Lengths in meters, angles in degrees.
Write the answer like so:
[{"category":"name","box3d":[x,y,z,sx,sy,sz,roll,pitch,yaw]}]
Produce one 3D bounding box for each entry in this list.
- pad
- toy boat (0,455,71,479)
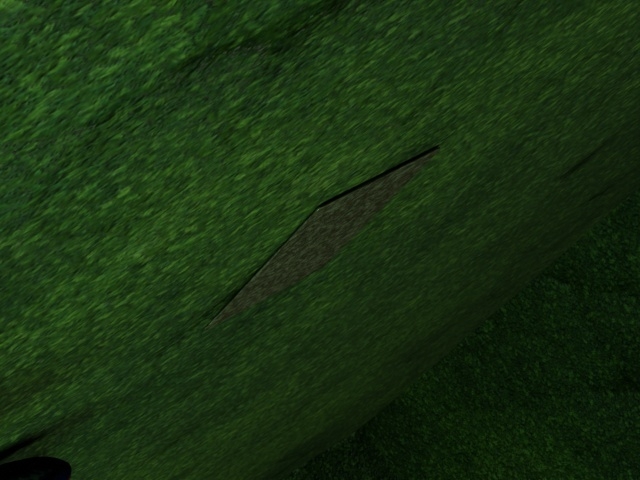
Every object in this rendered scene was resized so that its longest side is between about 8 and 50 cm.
[{"category":"pad","box3d":[0.000,0.000,1.624,0.158,0.003,0.235,-27,168,-39]},{"category":"toy boat","box3d":[-0.358,0.281,1.655,0.219,0.072,0.318,-29,179,-45]}]
